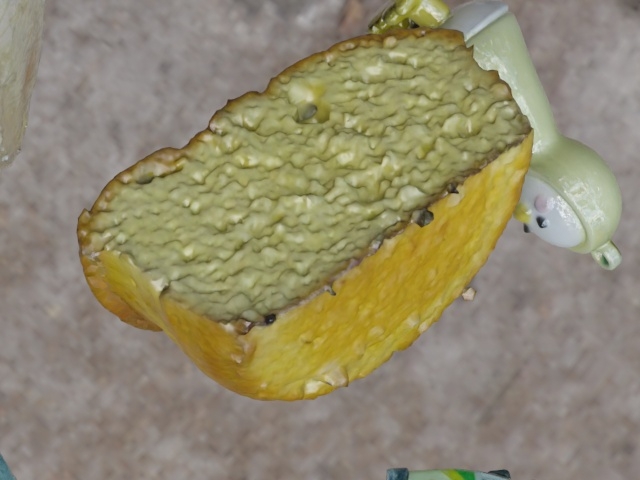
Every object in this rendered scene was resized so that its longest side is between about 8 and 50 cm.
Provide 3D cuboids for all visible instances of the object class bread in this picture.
[{"bbox_3d":[0.000,0.000,1.359,0.340,0.194,0.179,-34,144,-28],"label":"bread"}]

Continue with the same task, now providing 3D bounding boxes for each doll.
[{"bbox_3d":[0.154,-0.092,1.593,0.117,0.296,0.141,-33,180,-20],"label":"doll"}]

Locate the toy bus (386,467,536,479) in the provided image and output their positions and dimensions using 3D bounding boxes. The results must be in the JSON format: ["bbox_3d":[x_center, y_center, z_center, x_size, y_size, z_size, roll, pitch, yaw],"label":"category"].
[{"bbox_3d":[0.120,0.288,1.667,0.164,0.134,0.276,-4,159,-3],"label":"toy bus"}]

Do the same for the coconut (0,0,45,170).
[{"bbox_3d":[-0.415,-0.164,1.602,0.404,0.404,0.405,-23,131,-29],"label":"coconut"}]

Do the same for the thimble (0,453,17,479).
[{"bbox_3d":[-0.258,0.216,1.317,0.143,0.198,0.235,-34,124,-13],"label":"thimble"}]
